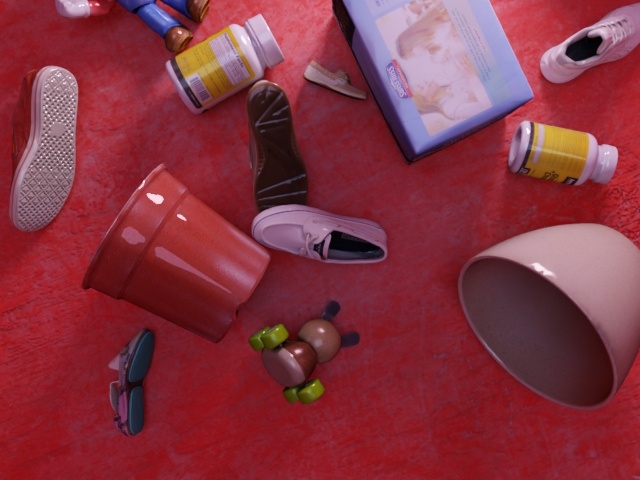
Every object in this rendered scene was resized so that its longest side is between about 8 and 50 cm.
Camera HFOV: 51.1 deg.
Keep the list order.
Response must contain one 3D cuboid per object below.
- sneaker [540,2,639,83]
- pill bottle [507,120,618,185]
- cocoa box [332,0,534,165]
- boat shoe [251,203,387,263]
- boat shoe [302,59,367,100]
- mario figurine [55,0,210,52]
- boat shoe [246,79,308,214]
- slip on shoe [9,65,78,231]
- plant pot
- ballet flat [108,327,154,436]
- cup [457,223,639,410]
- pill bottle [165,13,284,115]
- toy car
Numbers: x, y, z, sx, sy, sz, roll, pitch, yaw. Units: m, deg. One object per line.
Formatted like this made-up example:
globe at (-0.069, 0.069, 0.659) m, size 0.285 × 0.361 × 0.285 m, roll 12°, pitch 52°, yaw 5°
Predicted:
sneaker at (0.539, -0.377, 1.264) m, size 0.232 × 0.115 × 0.090 m, roll -32°, pitch 90°, yaw 3°
pill bottle at (0.462, -0.162, 1.281) m, size 0.184 × 0.103 × 0.103 m, roll 12°, pitch 92°, yaw 2°
cocoa box at (0.191, -0.346, 1.224) m, size 0.231 × 0.228 × 0.347 m, roll -26°, pitch 91°, yaw 3°
boat shoe at (0.000, 0.000, 1.289) m, size 0.267 × 0.088 × 0.096 m, roll 10°, pitch 117°, yaw -10°
boat shoe at (0.033, -0.316, 1.321) m, size 0.135 × 0.050 × 0.045 m, roll 23°, pitch 98°, yaw 2°
mario figurine at (-0.381, -0.494, 1.269) m, size 0.320 × 0.170 × 0.198 m, roll 30°, pitch 58°, yaw -6°
boat shoe at (-0.089, -0.161, 1.311) m, size 0.109 × 0.098 × 0.302 m, roll -10°, pitch 110°, yaw -6°
slip on shoe at (-0.560, -0.181, 1.332) m, size 0.101 × 0.123 × 0.331 m, roll 15°, pitch 99°, yaw 34°
plant pot at (-0.253, 0.042, 1.252) m, size 0.265 × 0.272 × 0.272 m, roll 32°, pitch 93°, yaw -7°
ballet flat at (-0.391, 0.284, 1.354) m, size 0.079 × 0.077 × 0.221 m, roll 7°, pitch 93°, yaw 22°
cup at (0.453, 0.102, 1.211) m, size 0.237 × 0.331 × 0.331 m, roll -35°, pitch 90°, yaw -22°
pill bottle at (-0.182, -0.341, 1.295) m, size 0.208 × 0.119 × 0.119 m, roll -29°, pitch 91°, yaw 2°
toy car at (-0.016, 0.205, 1.324) m, size 0.188 × 0.149 × 0.155 m, roll -34°, pitch 94°, yaw -26°
